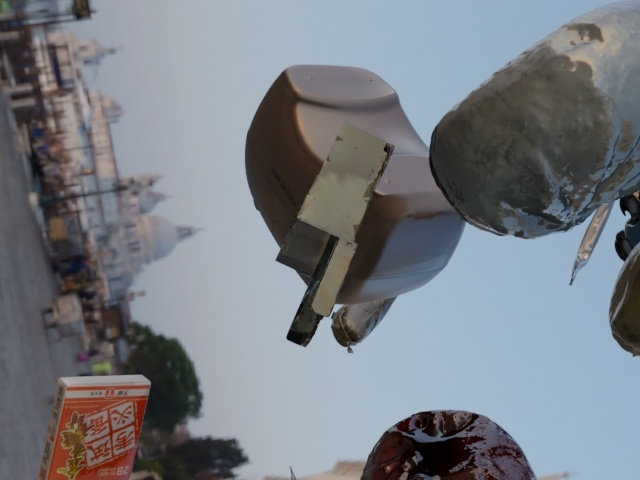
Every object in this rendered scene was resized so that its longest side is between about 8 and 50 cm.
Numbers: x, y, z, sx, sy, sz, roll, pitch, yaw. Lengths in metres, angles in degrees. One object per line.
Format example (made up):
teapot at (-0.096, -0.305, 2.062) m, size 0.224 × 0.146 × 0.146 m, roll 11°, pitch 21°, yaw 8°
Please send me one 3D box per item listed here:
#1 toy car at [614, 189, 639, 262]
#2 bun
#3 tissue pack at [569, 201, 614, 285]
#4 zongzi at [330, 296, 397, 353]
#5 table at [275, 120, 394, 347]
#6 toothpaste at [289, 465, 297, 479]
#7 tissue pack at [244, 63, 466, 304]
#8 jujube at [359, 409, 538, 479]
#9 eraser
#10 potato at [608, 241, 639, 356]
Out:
toy car at (0.795, -0.031, 2.102) m, size 0.190 × 0.188 × 0.255 m, roll -128°, pitch -153°, yaw -50°
bun at (0.296, -0.126, 1.082) m, size 0.194 × 0.354 × 0.354 m, roll 57°, pitch -18°, yaw 9°
tissue pack at (0.472, -0.021, 1.592) m, size 0.193 × 0.026 × 0.122 m, roll -64°, pitch 165°, yaw -12°
zongzi at (0.104, 0.148, 1.904) m, size 0.081 × 0.178 × 0.189 m, roll 55°, pitch 3°, yaw -2°
table at (0.000, 0.000, 0.869) m, size 0.146 × 0.062 × 0.175 m, roll 120°, pitch -6°, yaw -71°
toothpaste at (-0.034, 0.523, 1.493) m, size 0.114 × 0.073 × 0.299 m, roll 81°, pitch 4°, yaw -52°
tissue pack at (0.045, -0.081, 1.511) m, size 0.387 × 0.267 × 0.277 m, roll 57°, pitch -40°, yaw 34°
jujube at (0.183, 0.405, 1.240) m, size 0.377 × 0.276 × 0.276 m, roll -98°, pitch -173°, yaw -53°
eraser at (-0.370, 0.333, 1.499) m, size 0.038 × 0.157 × 0.230 m, roll 21°, pitch -80°, yaw 44°
potato at (0.494, 0.062, 1.264) m, size 0.160 × 0.235 × 0.178 m, roll 43°, pitch 11°, yaw 11°
